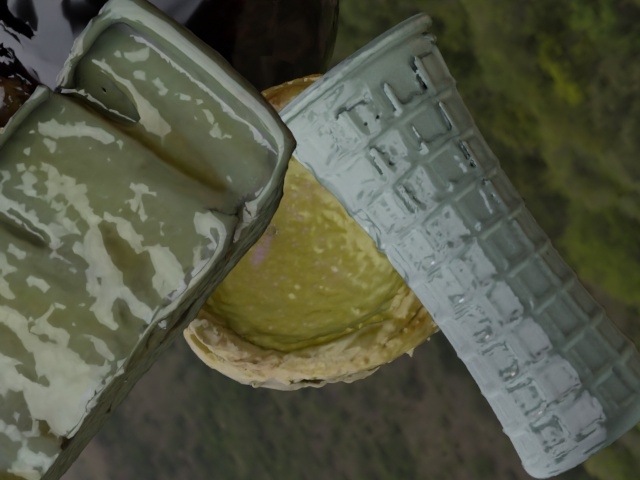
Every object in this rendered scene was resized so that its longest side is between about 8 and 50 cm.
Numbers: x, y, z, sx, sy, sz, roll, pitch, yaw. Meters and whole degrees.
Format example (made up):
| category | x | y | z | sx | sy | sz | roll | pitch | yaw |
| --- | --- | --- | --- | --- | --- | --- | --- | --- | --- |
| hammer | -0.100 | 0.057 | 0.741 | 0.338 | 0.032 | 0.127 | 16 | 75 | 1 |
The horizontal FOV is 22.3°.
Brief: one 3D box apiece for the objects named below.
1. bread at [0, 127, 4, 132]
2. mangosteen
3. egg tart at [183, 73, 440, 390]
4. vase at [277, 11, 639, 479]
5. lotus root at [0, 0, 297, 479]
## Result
| category | x | y | z | sx | sy | sz | roll | pitch | yaw |
| --- | --- | --- | --- | --- | --- | --- | --- | --- | --- |
| bread | -0.296 | 0.021 | 1.147 | 0.264 | 0.163 | 0.168 | -7 | 108 | 37 |
| mangosteen | -0.190 | -0.201 | 1.593 | 0.381 | 0.421 | 0.381 | 26 | -178 | -1 |
| egg tart | 0.000 | 0.000 | 1.334 | 0.294 | 0.294 | 0.123 | 50 | 175 | 33 |
| vase | 0.101 | 0.009 | 1.084 | 0.299 | 0.143 | 0.143 | 54 | 166 | 3 |
| lotus root | -0.116 | 0.014 | 0.739 | 0.119 | 0.235 | 0.138 | 37 | 176 | 2 |
